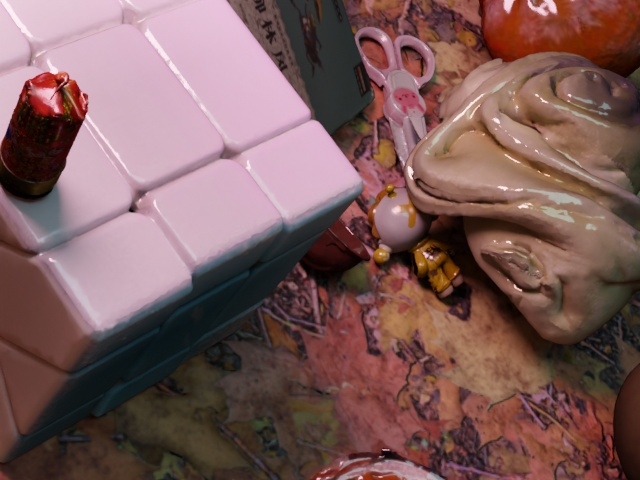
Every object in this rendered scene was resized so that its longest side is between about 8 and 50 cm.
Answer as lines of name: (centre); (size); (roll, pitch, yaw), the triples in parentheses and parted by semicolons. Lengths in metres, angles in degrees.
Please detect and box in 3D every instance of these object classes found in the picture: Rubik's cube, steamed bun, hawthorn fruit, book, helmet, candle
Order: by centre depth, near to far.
candle: (-0.200, -0.081, 0.917); (0.052, 0.130, 0.052); (12, 58, -20)
Rubik's cube: (-0.215, -0.039, 1.169); (0.316, 0.322, 0.318); (-29, 79, -39)
book: (-0.048, -0.224, 1.411); (0.379, 0.031, 0.264); (-46, 120, -59)
helmet: (0.000, 0.000, 1.431); (0.111, 0.057, 0.089); (50, 15, 20)
steamed bun: (0.281, -0.094, 1.490); (0.347, 0.237, 0.394); (13, 45, -41)
hawthorn fruit: (0.342, -0.333, 1.692); (0.284, 0.284, 0.284); (14, 55, -21)

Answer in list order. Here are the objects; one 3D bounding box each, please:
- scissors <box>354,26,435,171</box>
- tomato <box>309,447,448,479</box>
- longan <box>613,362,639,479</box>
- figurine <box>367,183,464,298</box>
scissors: (0.108, -0.171, 1.614); (0.118, 0.030, 0.242); (7, 54, -25)
tomato: (0.048, 0.326, 1.217); (0.199, 0.112, 0.228); (-2, 63, -21)
longan: (0.434, 0.226, 1.440); (0.220, 0.196, 0.196); (22, 52, -24)
figurine: (0.110, 0.003, 1.488); (0.101, 0.068, 0.143); (-13, 84, -26)
